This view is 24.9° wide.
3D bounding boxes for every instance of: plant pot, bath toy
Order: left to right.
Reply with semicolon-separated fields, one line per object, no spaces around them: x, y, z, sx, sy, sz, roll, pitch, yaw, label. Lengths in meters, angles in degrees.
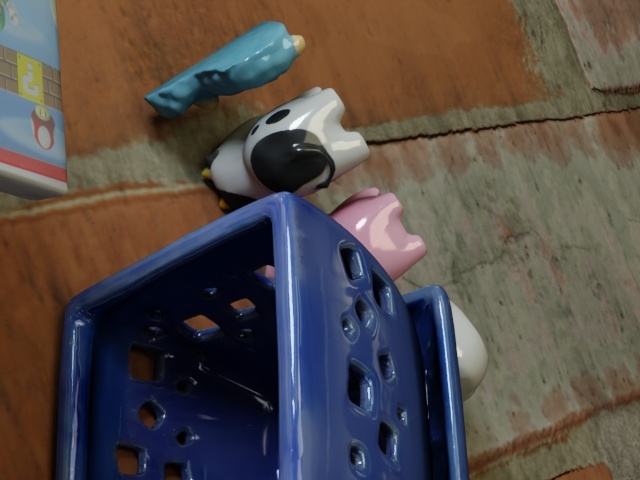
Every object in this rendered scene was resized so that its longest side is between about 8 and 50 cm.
-0.030;0.134;1.002;0.212;0.236;0.235;22;54;-42;plant pot
0.000;0.000;1.174;0.129;0.151;0.348;-33;96;-9;bath toy

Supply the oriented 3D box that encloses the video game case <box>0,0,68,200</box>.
-0.184;-0.173;0.668;0.204;0.025;0.285;21;63;-69;video game case
